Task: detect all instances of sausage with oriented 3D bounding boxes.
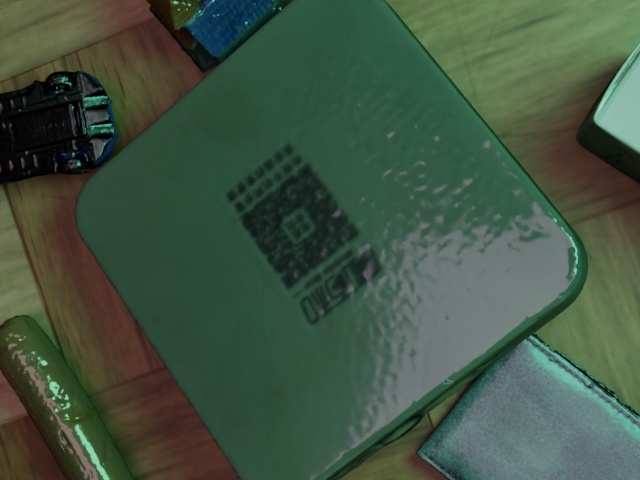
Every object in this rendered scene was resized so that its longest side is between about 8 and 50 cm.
[{"bbox_3d":[-0.236,0.209,1.046,0.066,0.066,0.301,-30,88,8],"label":"sausage"}]

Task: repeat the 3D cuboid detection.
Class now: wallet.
[{"bbox_3d":[0.223,0.207,0.984,0.222,0.036,0.167,38,96,9],"label":"wallet"}]

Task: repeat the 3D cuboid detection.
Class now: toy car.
[{"bbox_3d":[-0.301,-0.101,1.053,0.216,0.063,0.103,-11,88,15],"label":"toy car"}]

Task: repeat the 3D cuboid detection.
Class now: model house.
[{"bbox_3d":[-0.109,-0.235,0.978,0.119,0.149,0.148,-40,86,7],"label":"model house"}]

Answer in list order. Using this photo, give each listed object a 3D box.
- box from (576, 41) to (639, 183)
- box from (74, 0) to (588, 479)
[{"bbox_3d":[0.367,-0.051,0.873,0.299,0.200,0.106,36,97,7],"label":"box"},{"bbox_3d":[0.000,0.000,0.968,0.367,0.090,0.373,-39,76,11],"label":"box"}]
